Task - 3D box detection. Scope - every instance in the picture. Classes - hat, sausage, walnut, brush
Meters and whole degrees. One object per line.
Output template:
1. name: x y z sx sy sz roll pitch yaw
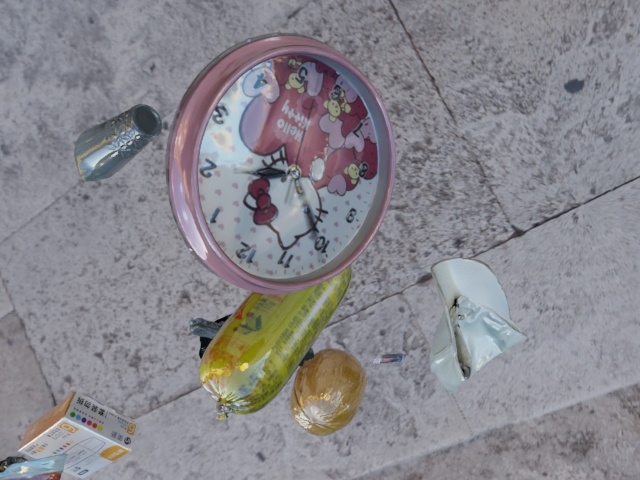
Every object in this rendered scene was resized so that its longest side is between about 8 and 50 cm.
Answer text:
1. hat: 0.320 0.194 1.334 0.168 0.258 0.301 -24 86 49
2. sausage: -0.057 0.115 0.847 0.123 0.347 0.123 21 139 20
3. walnut: 0.017 0.329 1.255 0.165 0.197 0.165 12 131 14
4. brush: -0.127 0.194 1.110 0.070 0.323 0.051 -25 57 28

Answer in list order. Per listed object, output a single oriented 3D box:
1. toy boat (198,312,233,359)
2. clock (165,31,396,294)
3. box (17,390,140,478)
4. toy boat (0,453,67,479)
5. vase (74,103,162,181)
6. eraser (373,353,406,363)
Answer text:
1. toy boat: -0.173 0.250 1.509 0.299 0.134 0.092 -22 126 10
2. clock: -0.027 -0.067 0.537 0.056 0.244 0.244 19 102 52
3. box: -0.670 0.545 1.578 0.221 0.091 0.274 37 123 -25
4. toy boat: -0.741 0.533 1.302 0.332 0.145 0.133 -8 67 6
5. vase: -0.594 -0.316 1.705 0.301 0.156 0.251 -16 47 41
6. eraser: 0.200 0.341 1.631 0.099 0.019 0.027 1 130 -12
